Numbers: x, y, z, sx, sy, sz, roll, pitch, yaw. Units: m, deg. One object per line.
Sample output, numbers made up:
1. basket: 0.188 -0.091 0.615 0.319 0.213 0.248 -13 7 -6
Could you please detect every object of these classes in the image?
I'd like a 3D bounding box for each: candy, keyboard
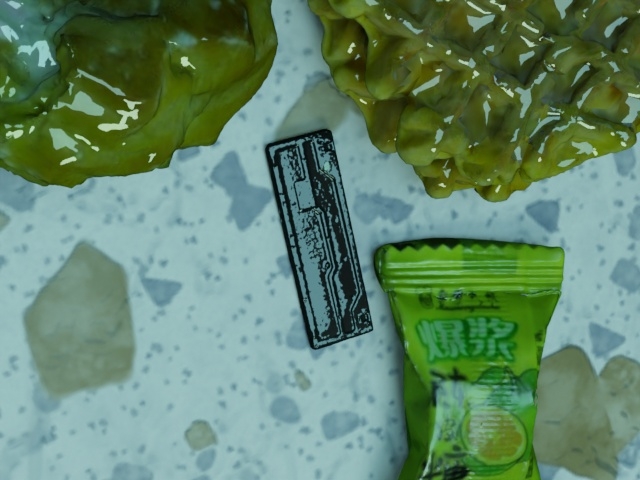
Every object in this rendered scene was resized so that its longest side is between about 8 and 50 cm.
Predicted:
1. candy: 0.112 0.123 1.175 0.149 0.069 0.246 0 96 -19
2. keyboard: 0.000 0.000 1.147 0.053 0.010 0.155 -16 102 -18

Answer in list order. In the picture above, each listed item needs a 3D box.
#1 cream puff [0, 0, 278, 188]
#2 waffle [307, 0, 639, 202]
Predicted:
1. cream puff: -0.172 -0.135 0.967 0.282 0.185 0.281 13 58 -22
2. waffle: 0.154 -0.183 1.108 0.324 0.151 0.261 -35 110 -7
